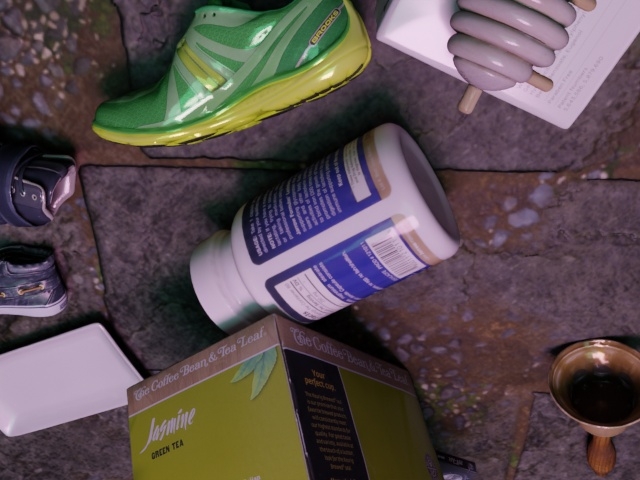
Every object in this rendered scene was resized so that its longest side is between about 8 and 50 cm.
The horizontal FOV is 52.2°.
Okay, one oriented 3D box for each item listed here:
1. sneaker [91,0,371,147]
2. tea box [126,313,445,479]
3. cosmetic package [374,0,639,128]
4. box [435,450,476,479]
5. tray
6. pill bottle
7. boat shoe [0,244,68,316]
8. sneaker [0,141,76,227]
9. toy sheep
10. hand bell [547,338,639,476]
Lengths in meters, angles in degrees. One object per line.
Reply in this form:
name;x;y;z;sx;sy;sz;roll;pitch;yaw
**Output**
sneaker;-0.097;-0.171;0.648;0.295;0.109;0.123;-17;96;17
tea box;-0.010;0.299;0.729;0.220;0.323;0.329;-28;146;21
cosmetic package;0.158;-0.219;0.548;0.183;0.151;0.151;22;122;-10
box;0.188;0.361;0.994;0.067;0.018;0.083;20;122;-7
tray;-0.383;0.198;0.938;0.270;0.030;0.145;-19;120;16
pill bottle;0.000;0.000;0.702;0.264;0.153;0.153;-27;116;21
boat shoe;-0.420;0.049;0.830;0.183;0.065;0.083;-1;121;-2
sneaker;-0.358;-0.106;0.699;0.163;0.086;0.226;4;133;15
toy sheep;0.133;-0.149;0.455;0.091;0.091;0.132;20;104;-8
hand bell;0.378;0.254;0.873;0.126;0.126;0.242;-12;132;12
